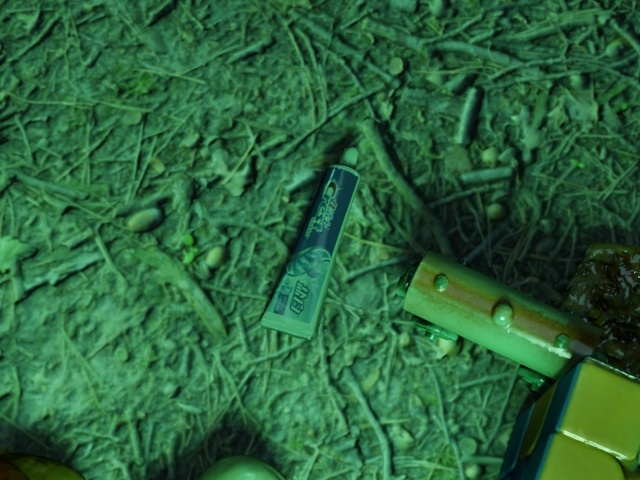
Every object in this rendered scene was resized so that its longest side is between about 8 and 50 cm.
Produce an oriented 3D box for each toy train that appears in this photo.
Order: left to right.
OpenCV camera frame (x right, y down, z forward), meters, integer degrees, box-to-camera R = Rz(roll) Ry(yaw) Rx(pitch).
[{"bbox_3d":[0.227,0.100,1.911,0.285,0.177,0.116,26,84,9],"label":"toy train"}]

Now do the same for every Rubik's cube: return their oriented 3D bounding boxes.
[{"bbox_3d":[0.355,0.350,1.799,0.291,0.290,0.292,23,68,2],"label":"Rubik's cube"}]

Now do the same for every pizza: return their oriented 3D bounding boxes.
[{"bbox_3d":[0.385,0.099,2.003,0.147,0.069,0.226,32,72,1],"label":"pizza"}]

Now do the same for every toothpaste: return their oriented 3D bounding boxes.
[{"bbox_3d":[-0.001,-0.001,1.997,0.069,0.047,0.268,23,75,-13],"label":"toothpaste"}]

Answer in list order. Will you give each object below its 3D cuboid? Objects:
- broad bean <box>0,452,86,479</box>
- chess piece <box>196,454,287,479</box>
[{"bbox_3d":[-0.379,0.329,1.808,0.228,0.122,0.156,0,71,-4],"label":"broad bean"},{"bbox_3d":[-0.168,0.387,1.805,0.330,0.182,0.182,-41,82,-22],"label":"chess piece"}]
